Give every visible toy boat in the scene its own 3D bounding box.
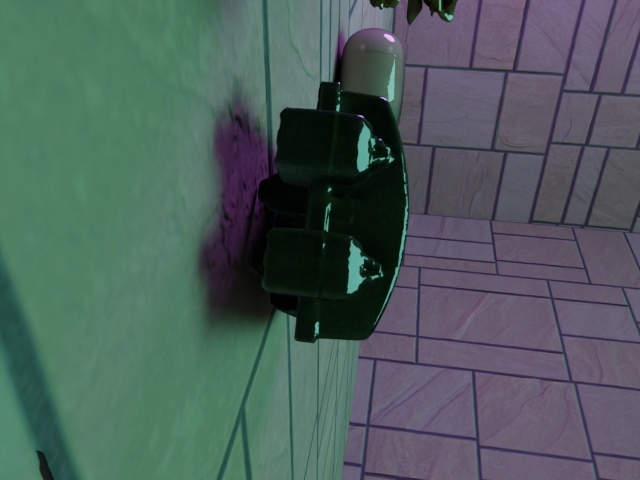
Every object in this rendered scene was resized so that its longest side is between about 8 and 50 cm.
[{"bbox_3d":[0.000,0.000,0.462,0.319,0.092,0.141,98,-3,-83],"label":"toy boat"}]

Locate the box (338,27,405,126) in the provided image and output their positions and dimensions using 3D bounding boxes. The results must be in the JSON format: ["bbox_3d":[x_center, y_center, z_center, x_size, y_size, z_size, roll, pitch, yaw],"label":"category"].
[{"bbox_3d":[0.072,-0.209,0.870,0.200,0.088,0.146,36,59,-83],"label":"box"}]

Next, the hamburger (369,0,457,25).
[{"bbox_3d":[0.020,-0.235,0.241,0.243,0.146,0.286,-57,154,-61],"label":"hamburger"}]
